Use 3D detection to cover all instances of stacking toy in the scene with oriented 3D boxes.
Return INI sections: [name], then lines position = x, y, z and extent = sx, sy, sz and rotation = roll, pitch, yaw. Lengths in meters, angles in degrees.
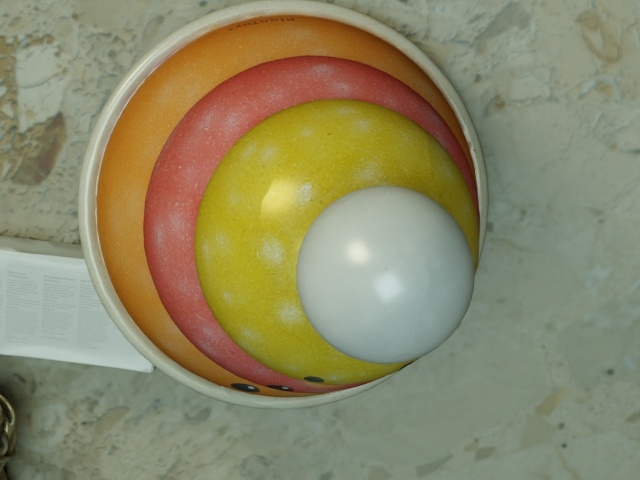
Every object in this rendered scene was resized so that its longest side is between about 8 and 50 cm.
[stacking toy]
position = 0.000, 0.000, 1.367
extent = 0.350, 0.480, 0.351
rotation = -1, 99, -8

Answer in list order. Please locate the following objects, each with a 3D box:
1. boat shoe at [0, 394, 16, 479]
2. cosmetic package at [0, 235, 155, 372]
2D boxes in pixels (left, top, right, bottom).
[boat shoe]
position = -0.325, 0.180, 1.608
extent = 0.110, 0.121, 0.341
rotation = -16, 117, 18
[cosmetic package]
position = -0.257, 0.050, 1.639
extent = 0.239, 0.060, 0.099
rotation = 7, 105, 5
